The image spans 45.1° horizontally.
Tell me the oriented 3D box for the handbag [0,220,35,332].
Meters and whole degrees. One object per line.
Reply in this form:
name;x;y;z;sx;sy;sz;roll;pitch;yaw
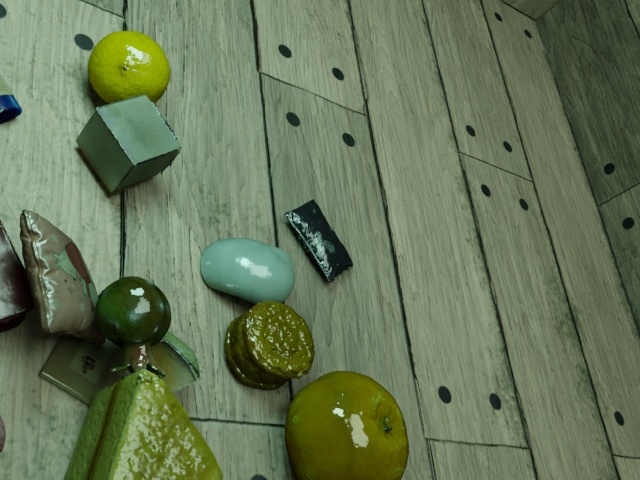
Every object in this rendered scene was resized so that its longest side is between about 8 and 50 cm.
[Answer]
handbag;-0.653;0.058;1.300;0.275;0.084;0.260;-23;80;-47

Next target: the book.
book;-0.424;0.207;1.455;0.138;0.016;0.199;37;44;-18

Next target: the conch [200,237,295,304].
conch;-0.157;0.060;1.736;0.221;0.121;0.185;16;24;-29

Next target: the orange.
orange;0.051;0.409;1.594;0.279;0.235;0.279;38;38;-37

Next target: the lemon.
lemon;-0.426;-0.377;1.720;0.178;0.203;0.178;0;92;-6

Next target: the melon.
melon;-0.310;0.219;1.506;0.202;0.093;0.139;41;6;11

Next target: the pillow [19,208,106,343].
pillow;-0.464;0.072;1.380;0.223;0.084;0.236;68;2;-73

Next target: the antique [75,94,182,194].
antique;-0.409;-0.200;1.638;0.146;0.148;0.152;-30;85;-49

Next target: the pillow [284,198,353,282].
pillow;0.000;0.000;1.947;0.208;0.055;0.141;57;34;2

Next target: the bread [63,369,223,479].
bread;-0.367;0.416;1.202;0.245;0.233;0.361;55;43;-5

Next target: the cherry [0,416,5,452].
cherry;-0.595;0.268;1.215;0.225;0.090;0.107;38;59;-4

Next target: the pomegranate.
pomegranate;-0.331;0.161;1.371;0.131;0.152;0.191;-10;79;0

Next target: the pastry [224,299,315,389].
pastry;-0.109;0.226;1.660;0.188;0.103;0.189;23;51;-31

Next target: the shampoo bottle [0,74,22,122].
shampoo bottle;-0.682;-0.321;1.546;0.087;0.050;0.183;-30;86;-45
